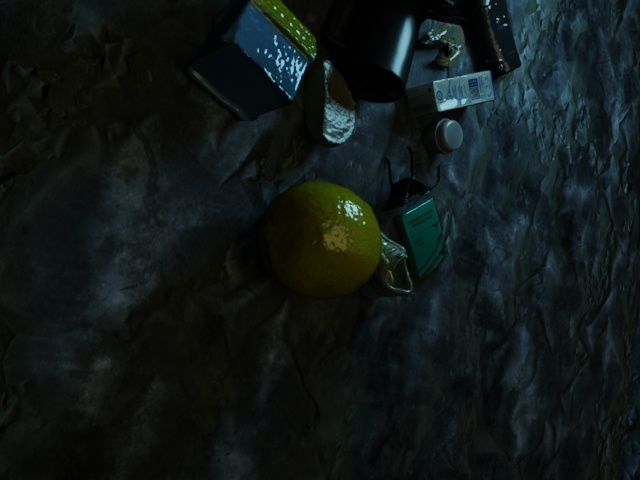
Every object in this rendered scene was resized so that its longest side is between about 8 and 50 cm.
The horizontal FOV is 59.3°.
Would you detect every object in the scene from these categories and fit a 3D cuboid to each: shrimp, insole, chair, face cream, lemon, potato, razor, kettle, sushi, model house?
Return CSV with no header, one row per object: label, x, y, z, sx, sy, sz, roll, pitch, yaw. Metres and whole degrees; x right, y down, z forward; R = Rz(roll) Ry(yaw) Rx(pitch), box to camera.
shrimp,0.417,-0.664,1.937,0.254,0.059,0.145,-38,122,-35
insole,-0.128,-0.232,1.572,0.045,0.002,0.135,17,80,-34
chair,0.278,-0.169,1.776,0.149,0.174,0.213,26,65,-30
face cream,0.415,-0.351,1.908,0.117,0.104,0.117,-2,93,-36
lemon,0.002,0.001,1.484,0.335,0.336,0.337,-1,91,-36
potato,0.028,-0.381,1.628,0.138,0.098,0.244,6,81,-40
razor,0.630,-0.763,2.057,0.189,0.107,0.327,-33,111,-32
kettle,0.163,-0.602,1.696,0.203,0.261,0.308,53,52,-65
sushi,0.303,-0.797,1.694,0.372,0.296,0.100,24,104,-33
model house,-0.155,-0.496,1.426,0.237,0.215,0.303,38,65,-30

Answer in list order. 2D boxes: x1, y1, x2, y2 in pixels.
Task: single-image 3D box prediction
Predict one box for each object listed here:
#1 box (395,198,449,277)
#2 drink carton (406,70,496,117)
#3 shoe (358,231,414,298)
box,0.346,-0.008,1.901,0.160,0.042,0.227,-28,107,-32
drink carton,0.445,-0.499,1.913,0.314,0.130,0.107,-19,100,-34
shoe,0.170,0.026,1.667,0.132,0.210,0.342,-34,110,-31
